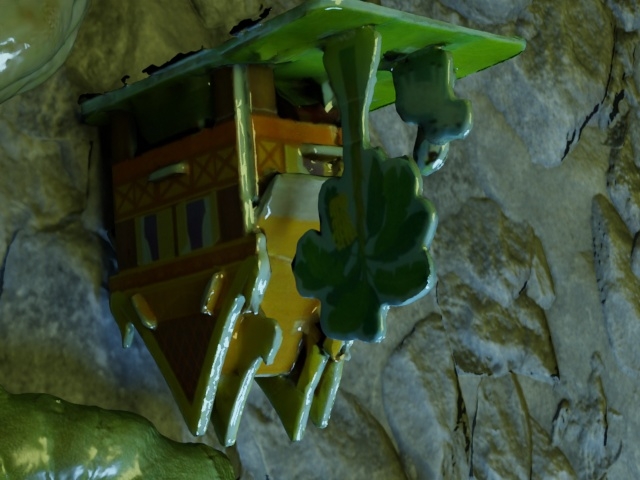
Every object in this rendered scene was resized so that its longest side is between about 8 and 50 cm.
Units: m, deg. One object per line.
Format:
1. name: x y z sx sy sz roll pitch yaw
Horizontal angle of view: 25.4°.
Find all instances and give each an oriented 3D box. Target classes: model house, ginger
1. model house: 0.000 0.000 1.137 0.242 0.358 0.313 1 78 -44
2. ginger: -0.179 0.196 1.121 0.290 0.089 0.137 30 71 -36

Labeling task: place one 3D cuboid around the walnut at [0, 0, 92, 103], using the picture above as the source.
1. walnut: -0.292 -0.217 0.989 0.282 0.253 0.277 47 48 -21
